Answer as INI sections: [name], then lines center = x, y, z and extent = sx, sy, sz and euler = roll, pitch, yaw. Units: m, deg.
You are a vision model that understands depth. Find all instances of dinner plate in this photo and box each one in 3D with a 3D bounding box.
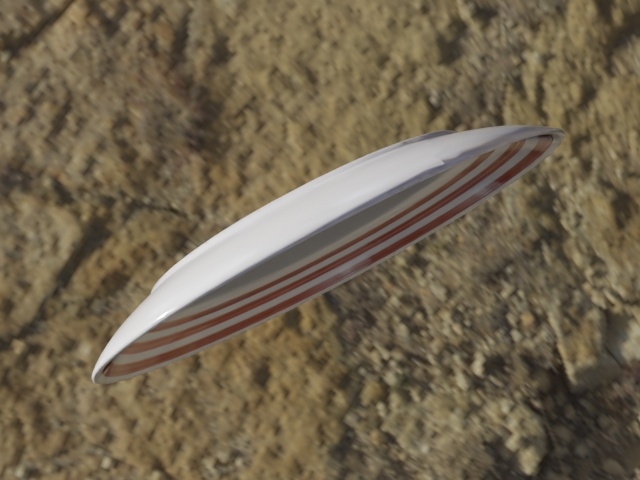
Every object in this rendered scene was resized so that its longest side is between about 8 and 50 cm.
[dinner plate]
center = 0.000, 0.000, 0.435
extent = 0.141, 0.141, 0.017
euler = -29, 82, 11
